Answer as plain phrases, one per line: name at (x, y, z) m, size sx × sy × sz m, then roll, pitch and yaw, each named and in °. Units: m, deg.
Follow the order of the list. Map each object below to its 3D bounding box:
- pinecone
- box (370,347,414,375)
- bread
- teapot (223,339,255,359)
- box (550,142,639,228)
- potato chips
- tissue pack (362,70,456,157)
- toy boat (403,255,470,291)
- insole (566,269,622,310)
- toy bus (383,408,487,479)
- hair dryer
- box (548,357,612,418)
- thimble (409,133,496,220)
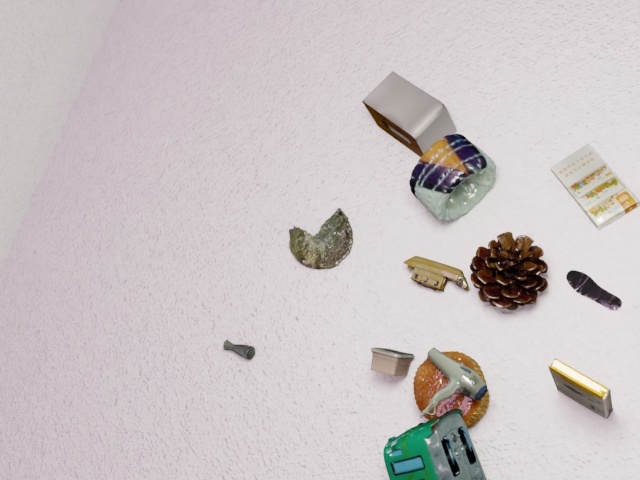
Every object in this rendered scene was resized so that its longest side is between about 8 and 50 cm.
pinecone at (0.483, 0.068, 1.640) m, size 0.208 × 0.208 × 0.207 m, roll -11°, pitch 63°, yaw 23°
box at (0.190, 0.326, 1.725) m, size 0.089 × 0.122 × 0.062 m, roll 8°, pitch 84°, yaw 30°
bread at (0.329, 0.379, 1.633) m, size 0.199 × 0.104 × 0.199 m, roll -11°, pitch 64°, yaw 24°
teapot at (-0.257, 0.339, 2.004) m, size 0.111 × 0.043 × 0.042 m, roll 10°, pitch 73°, yaw 35°
box at (0.725, -0.147, 1.703) m, size 0.122 × 0.032 × 0.220 m, roll -33°, pitch 56°, yaw 11°
potato chips at (-0.002, -0.001, 2.026) m, size 0.220 × 0.029 × 0.201 m, roll -11°, pitch 66°, yaw 21°
tissue pack at (0.274, -0.383, 1.974) m, size 0.136 × 0.159 × 0.246 m, roll -47°, pitch 54°, yaw 0°
toy boat at (0.322, 0.100, 1.792) m, size 0.201 × 0.057 × 0.077 m, roll 18°, pitch 82°, yaw 32°
insole at (0.687, 0.125, 1.618) m, size 0.153 × 0.002 × 0.053 m, roll 36°, pitch 88°, yaw 35°
toy bus at (0.280, 0.585, 1.481) m, size 0.199 × 0.184 × 0.343 m, roll -27°, pitch 73°, yaw 31°
hair dryer at (0.278, 0.336, 1.537) m, size 0.199 × 0.067 × 0.167 m, roll -14°, pitch 41°, yaw -24°
box at (0.584, 0.331, 1.433) m, size 0.129 × 0.247 × 0.033 m, roll 31°, pitch 81°, yaw 33°
thimble at (0.375, -0.175, 1.797) m, size 0.237 × 0.237 × 0.150 m, roll -42°, pitch 60°, yaw 5°
